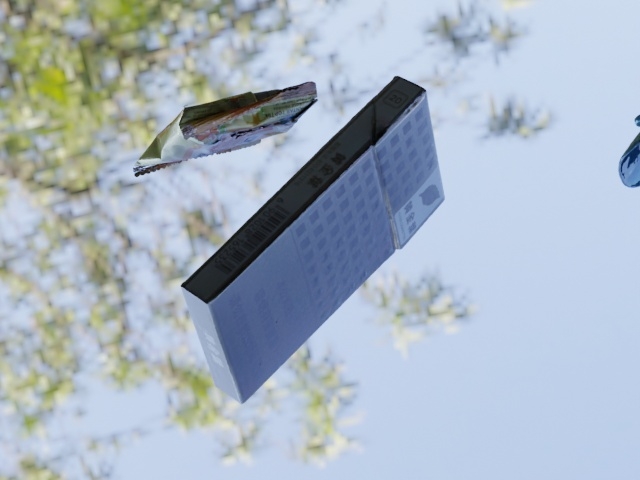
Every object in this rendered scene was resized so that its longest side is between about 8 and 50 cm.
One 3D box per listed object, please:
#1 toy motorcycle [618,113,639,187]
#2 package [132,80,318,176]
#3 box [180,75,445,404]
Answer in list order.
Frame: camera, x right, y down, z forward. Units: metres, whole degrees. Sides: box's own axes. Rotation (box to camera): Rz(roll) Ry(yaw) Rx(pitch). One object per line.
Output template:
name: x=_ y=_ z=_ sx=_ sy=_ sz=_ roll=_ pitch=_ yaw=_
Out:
toy motorcycle: x=0.356 y=-0.034 z=1.658 sx=0.182 sy=0.123 sz=0.272 roll=-12 pitch=-118 yaw=8
package: x=-0.069 y=-0.079 z=1.381 sx=0.108 sy=0.031 sz=0.121 roll=-16 pitch=173 yaw=-26
box: x=0.000 y=-0.001 z=1.938 sx=0.047 sy=0.180 sz=0.325 roll=32 pitch=-116 yaw=31
